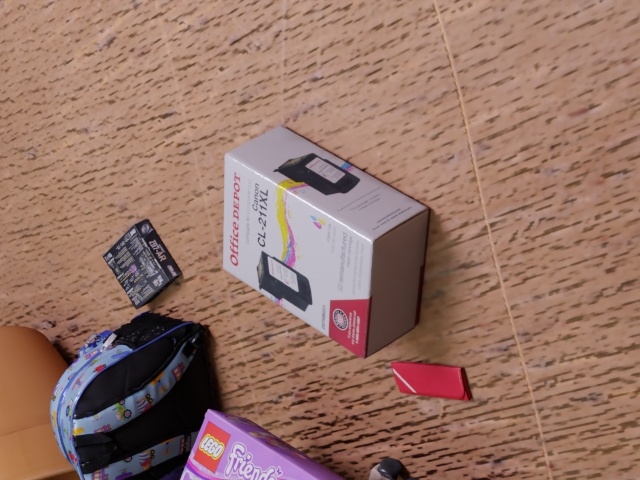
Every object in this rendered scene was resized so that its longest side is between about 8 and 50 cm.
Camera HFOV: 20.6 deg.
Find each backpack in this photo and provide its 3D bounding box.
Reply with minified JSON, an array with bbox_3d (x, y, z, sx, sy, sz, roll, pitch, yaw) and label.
[{"bbox_3d":[-0.194,0.168,1.745,0.117,0.173,0.158,14,124,44],"label":"backpack"}]

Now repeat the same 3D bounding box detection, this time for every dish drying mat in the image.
[{"bbox_3d":[0.094,0.121,1.519,0.083,0.008,0.032,2,113,49],"label":"dish drying mat"}]

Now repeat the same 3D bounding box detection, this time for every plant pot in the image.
[{"bbox_3d":[-0.353,0.227,1.908,0.203,0.291,0.291,65,146,23],"label":"plant pot"}]

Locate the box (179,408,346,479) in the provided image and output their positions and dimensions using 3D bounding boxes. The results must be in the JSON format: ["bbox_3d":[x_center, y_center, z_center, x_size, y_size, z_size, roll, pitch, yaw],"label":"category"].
[{"bbox_3d":[-0.036,0.292,1.529,0.293,0.057,0.201,26,95,49],"label":"box"}]

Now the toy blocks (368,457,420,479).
[{"bbox_3d":[0.040,0.427,1.571,0.288,0.260,0.309,38,138,28],"label":"toy blocks"}]

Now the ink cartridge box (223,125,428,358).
[{"bbox_3d":[0.000,0.000,1.497,0.175,0.072,0.127,31,134,33],"label":"ink cartridge box"}]

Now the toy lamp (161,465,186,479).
[{"bbox_3d":[-0.133,0.322,1.744,0.275,0.080,0.080,-111,21,-49],"label":"toy lamp"}]

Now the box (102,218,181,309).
[{"bbox_3d":[-0.179,0.024,1.763,0.067,0.018,0.083,57,143,5],"label":"box"}]
